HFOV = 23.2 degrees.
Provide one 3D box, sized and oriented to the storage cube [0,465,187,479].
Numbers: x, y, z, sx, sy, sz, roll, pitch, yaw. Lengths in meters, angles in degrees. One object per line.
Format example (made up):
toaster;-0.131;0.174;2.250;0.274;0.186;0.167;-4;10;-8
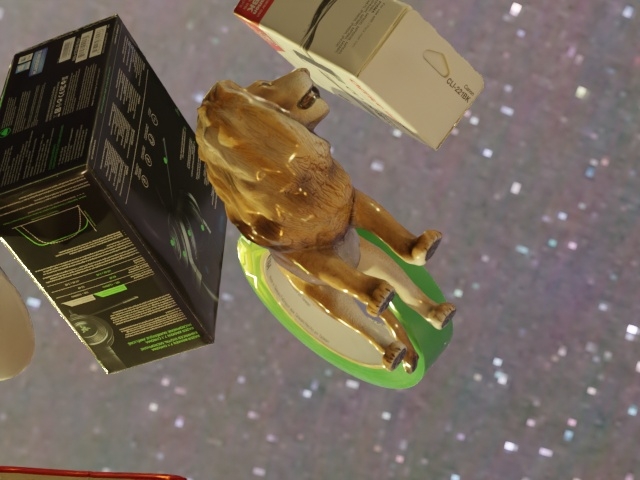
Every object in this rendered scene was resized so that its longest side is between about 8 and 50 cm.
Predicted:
storage cube;-0.215;0.335;1.380;0.215;0.184;0.193;-97;-164;-48

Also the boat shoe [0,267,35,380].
boat shoe;-0.366;0.018;1.475;0.096;0.267;0.088;-38;-154;5

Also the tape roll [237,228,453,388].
tape roll;0.032;0.070;2.163;0.077;0.321;0.321;-50;-165;-25

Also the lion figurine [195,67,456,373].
lion figurine;0.000;0.000;1.525;0.142;0.240;0.392;-50;160;-19

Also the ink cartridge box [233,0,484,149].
ink cartridge box;0.049;-0.248;2.001;0.273;0.197;0.114;33;-93;45

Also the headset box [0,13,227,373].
headset box;-0.209;-0.039;1.611;0.131;0.283;0.246;-18;-139;18
